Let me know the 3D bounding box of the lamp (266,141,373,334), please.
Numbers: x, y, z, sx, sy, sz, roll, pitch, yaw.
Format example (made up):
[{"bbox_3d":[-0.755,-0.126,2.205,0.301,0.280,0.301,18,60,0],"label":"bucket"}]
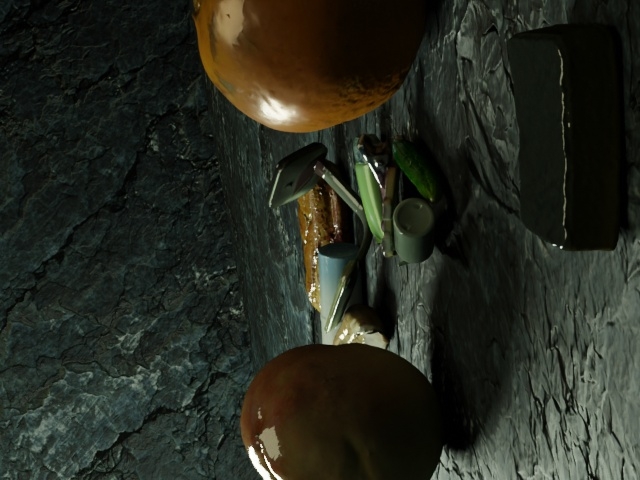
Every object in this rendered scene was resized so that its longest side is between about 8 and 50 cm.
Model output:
[{"bbox_3d":[0.007,0.000,1.960,0.283,0.124,0.203,60,147,29],"label":"lamp"}]

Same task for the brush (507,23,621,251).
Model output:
[{"bbox_3d":[0.217,-0.092,1.056,0.123,0.059,0.197,-134,38,-75],"label":"brush"}]

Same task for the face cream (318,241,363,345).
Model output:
[{"bbox_3d":[0.038,0.132,2.082,0.077,0.077,0.250,-125,29,-67],"label":"face cream"}]

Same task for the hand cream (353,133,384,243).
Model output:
[{"bbox_3d":[0.084,-0.076,1.801,0.095,0.046,0.175,-150,47,-75],"label":"hand cream"}]

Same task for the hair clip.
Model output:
[{"bbox_3d":[0.094,-0.065,1.659,0.146,0.056,0.187,-76,-23,-59],"label":"hair clip"}]

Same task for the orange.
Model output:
[{"bbox_3d":[-0.014,-0.289,1.496,0.312,0.312,0.312,172,90,-79],"label":"orange"}]

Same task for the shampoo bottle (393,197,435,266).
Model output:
[{"bbox_3d":[0.126,-0.003,1.575,0.195,0.056,0.056,72,-173,-74],"label":"shampoo bottle"}]

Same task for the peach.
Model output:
[{"bbox_3d":[0.025,0.261,1.660,0.292,0.292,0.247,-152,82,-77],"label":"peach"}]

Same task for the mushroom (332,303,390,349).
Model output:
[{"bbox_3d":[0.066,0.159,1.972,0.210,0.072,0.094,111,148,-57],"label":"mushroom"}]

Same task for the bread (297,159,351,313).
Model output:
[{"bbox_3d":[0.009,0.021,2.144,0.124,0.084,0.344,-124,28,-67],"label":"bread"}]

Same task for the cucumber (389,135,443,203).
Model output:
[{"bbox_3d":[0.130,-0.094,1.557,0.168,0.039,0.039,-118,23,-52],"label":"cucumber"}]
